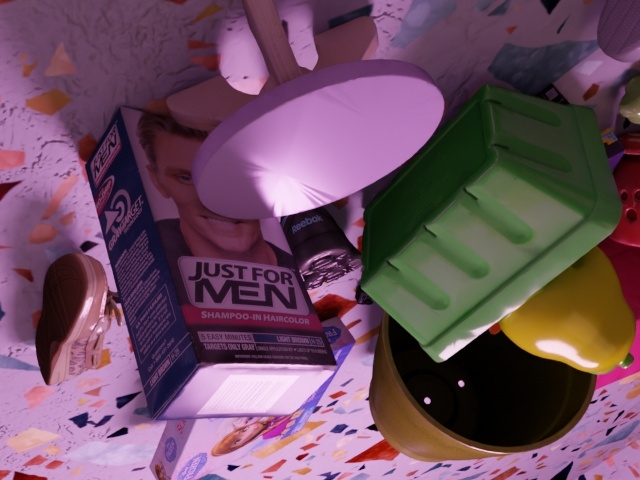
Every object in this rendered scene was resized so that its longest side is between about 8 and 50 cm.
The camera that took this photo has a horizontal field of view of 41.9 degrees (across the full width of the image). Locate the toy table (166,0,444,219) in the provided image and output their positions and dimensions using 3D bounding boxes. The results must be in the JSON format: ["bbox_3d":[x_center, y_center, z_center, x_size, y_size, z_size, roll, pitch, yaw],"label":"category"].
[{"bbox_3d":[-0.025,-0.148,0.918,0.274,0.161,0.252,-16,143,-15],"label":"toy table"}]

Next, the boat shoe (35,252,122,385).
[{"bbox_3d":[-0.327,0.104,1.143,0.089,0.105,0.285,-8,153,-31],"label":"boat shoe"}]

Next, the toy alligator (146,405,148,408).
[{"bbox_3d":[-0.218,0.224,1.415,0.189,0.056,0.051,-40,-172,10],"label":"toy alligator"}]

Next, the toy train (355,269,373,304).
[{"bbox_3d":[0.086,0.058,1.397,0.036,0.027,0.158,0,141,-15],"label":"toy train"}]

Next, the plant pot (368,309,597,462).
[{"bbox_3d":[0.243,0.242,1.497,0.366,0.366,0.353,-12,155,-18],"label":"plant pot"}]

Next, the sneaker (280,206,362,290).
[{"bbox_3d":[0.000,0.000,1.206,0.101,0.106,0.267,-25,167,-2],"label":"sneaker"}]

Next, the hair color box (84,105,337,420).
[{"bbox_3d":[-0.129,0.019,0.917,0.174,0.347,0.105,8,135,-40],"label":"hair color box"}]

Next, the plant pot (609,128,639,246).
[{"bbox_3d":[0.550,-0.089,1.321,0.191,0.191,0.174,-10,101,-21],"label":"plant pot"}]

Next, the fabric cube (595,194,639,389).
[{"bbox_3d":[0.546,0.076,1.505,0.258,0.259,0.254,-19,145,-12],"label":"fabric cube"}]

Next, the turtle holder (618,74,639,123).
[{"bbox_3d":[0.573,-0.250,1.125,0.227,0.320,0.243,-9,114,-28],"label":"turtle holder"}]

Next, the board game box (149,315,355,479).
[{"bbox_3d":[-0.124,0.294,1.488,0.318,0.066,0.319,-17,148,-35],"label":"board game box"}]

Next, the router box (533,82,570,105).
[{"bbox_3d":[0.335,-0.167,1.234,0.092,0.038,0.122,-39,144,20],"label":"router box"}]

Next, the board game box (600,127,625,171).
[{"bbox_3d":[0.389,-0.091,1.321,0.141,0.048,0.170,-26,160,-6],"label":"board game box"}]

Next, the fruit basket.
[{"bbox_3d":[0.283,0.018,1.169,0.392,0.283,0.392,2,135,2],"label":"fruit basket"}]

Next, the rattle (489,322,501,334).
[{"bbox_3d":[0.287,0.027,1.318,0.130,0.200,0.143,16,142,-8],"label":"rattle"}]

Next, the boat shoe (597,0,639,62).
[{"bbox_3d":[0.484,-0.346,1.009,0.119,0.121,0.335,11,130,-36],"label":"boat shoe"}]
